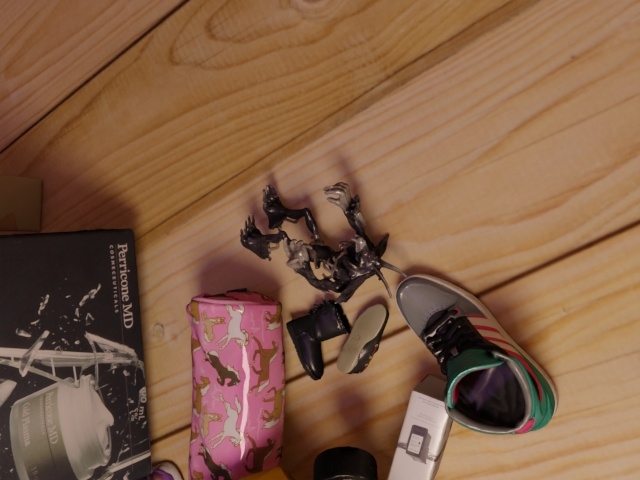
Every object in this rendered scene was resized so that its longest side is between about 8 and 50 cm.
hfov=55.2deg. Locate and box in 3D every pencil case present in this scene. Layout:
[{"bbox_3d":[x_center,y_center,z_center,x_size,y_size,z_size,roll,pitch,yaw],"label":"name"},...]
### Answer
[{"bbox_3d":[-0.149,0.279,1.051,0.167,0.160,0.386,3,93,61],"label":"pencil case"}]

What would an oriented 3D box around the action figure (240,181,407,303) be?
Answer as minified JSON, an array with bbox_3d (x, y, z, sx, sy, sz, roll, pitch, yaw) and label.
[{"bbox_3d":[0.000,0.000,0.978,0.276,0.141,0.164,19,57,29],"label":"action figure"}]

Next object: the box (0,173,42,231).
[{"bbox_3d":[-0.737,-0.081,1.233,0.148,0.311,0.121,3,92,26],"label":"box"}]

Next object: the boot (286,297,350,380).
[{"bbox_3d":[0.005,0.166,1.041,0.099,0.045,0.121,-28,81,17],"label":"boot"}]

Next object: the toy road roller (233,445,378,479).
[{"bbox_3d":[-0.014,0.470,0.883,0.330,0.202,0.240,-21,126,16],"label":"toy road roller"}]

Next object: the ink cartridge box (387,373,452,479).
[{"bbox_3d":[0.160,0.294,0.931,0.063,0.109,0.150,17,98,20],"label":"ink cartridge box"}]

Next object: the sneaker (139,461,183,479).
[{"bbox_3d":[-0.377,0.516,1.188,0.236,0.104,0.095,-37,77,22],"label":"sneaker"}]

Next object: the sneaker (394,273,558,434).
[{"bbox_3d":[0.201,0.164,0.872,0.295,0.178,0.123,42,107,20],"label":"sneaker"}]

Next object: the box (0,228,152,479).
[{"bbox_3d":[-0.580,0.230,1.046,0.297,0.472,0.479,-3,92,35],"label":"box"}]

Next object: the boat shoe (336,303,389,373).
[{"bbox_3d":[0.075,0.163,1.008,0.049,0.042,0.133,41,108,45],"label":"boat shoe"}]
